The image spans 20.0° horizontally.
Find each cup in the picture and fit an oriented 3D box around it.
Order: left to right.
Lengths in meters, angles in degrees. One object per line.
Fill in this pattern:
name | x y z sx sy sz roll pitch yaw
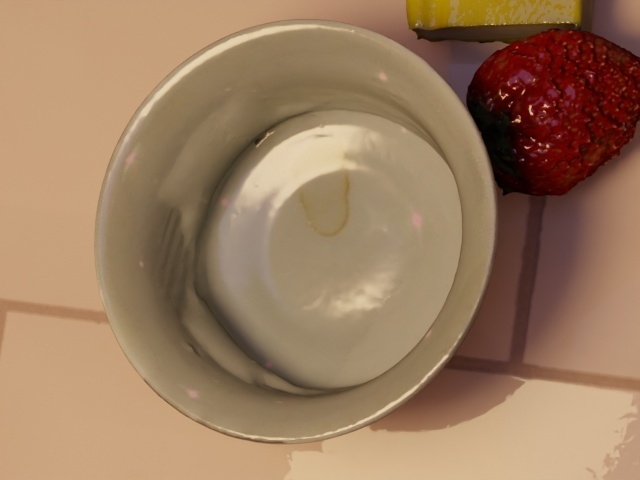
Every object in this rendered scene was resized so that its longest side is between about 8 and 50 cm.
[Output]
cup | 0.000 0.000 1.528 0.347 0.163 0.347 -3 81 20

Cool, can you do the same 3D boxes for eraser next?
eraser | 0.158 -0.280 1.564 0.158 0.069 0.226 2 82 22

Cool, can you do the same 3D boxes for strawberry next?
strawberry | 0.194 -0.111 1.503 0.148 0.131 0.131 -35 70 -12
